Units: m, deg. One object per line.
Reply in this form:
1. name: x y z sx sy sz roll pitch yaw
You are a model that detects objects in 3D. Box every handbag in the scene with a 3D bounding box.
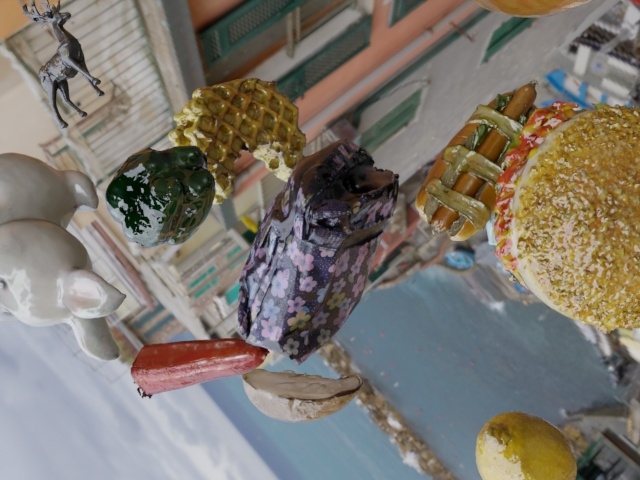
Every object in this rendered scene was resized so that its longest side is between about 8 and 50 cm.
1. handbag: 0.000 0.000 0.726 0.126 0.208 0.229 24 -157 8

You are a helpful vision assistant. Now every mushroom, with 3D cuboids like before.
1. mushroom: -0.032 0.269 1.197 0.209 0.072 0.094 4 135 3

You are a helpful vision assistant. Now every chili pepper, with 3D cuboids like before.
1. chili pepper: -0.293 -0.066 1.268 0.165 0.174 0.261 51 137 7
2. chili pepper: -0.137 0.146 0.845 0.088 0.168 0.065 -32 -71 -70

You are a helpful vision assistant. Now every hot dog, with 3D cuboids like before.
1. hot dog: 0.231 -0.115 0.988 0.109 0.269 0.072 33 171 9

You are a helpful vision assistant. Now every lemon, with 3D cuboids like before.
1. lemon: 0.424 0.452 1.445 0.256 0.188 0.188 37 170 -20

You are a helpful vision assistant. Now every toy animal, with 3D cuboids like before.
1. toy animal: -0.433 0.024 1.115 0.368 0.241 0.196 52 151 28

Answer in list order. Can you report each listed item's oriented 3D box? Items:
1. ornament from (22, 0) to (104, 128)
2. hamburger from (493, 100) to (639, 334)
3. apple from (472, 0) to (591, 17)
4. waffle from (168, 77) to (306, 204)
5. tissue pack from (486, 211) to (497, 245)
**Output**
1. ornament: -0.257 -0.179 0.679 0.125 0.073 0.028 57 -151 9
2. hamburger: 0.357 -0.029 0.868 0.294 0.276 0.179 19 -178 0
3. apple: 0.238 -0.362 0.741 0.242 0.241 0.242 -1 89 48
4. waffle: -0.183 -0.240 1.623 0.151 0.324 0.261 3 108 46
5. tissue pack: 0.361 -0.114 1.230 0.263 0.177 0.089 -92 -9 -47
